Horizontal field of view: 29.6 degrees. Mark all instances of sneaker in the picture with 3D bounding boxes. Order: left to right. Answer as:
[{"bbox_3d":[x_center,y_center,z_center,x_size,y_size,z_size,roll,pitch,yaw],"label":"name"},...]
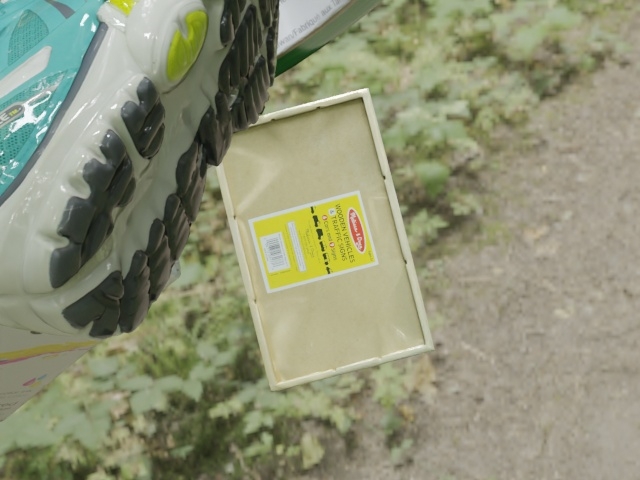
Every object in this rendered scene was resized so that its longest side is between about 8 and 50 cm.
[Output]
[{"bbox_3d":[-0.085,-0.081,0.480,0.110,0.107,0.275,11,44,15],"label":"sneaker"}]

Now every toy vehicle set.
[{"bbox_3d":[0.000,0.000,1.191,0.166,0.266,0.035,-14,-3,2],"label":"toy vehicle set"}]

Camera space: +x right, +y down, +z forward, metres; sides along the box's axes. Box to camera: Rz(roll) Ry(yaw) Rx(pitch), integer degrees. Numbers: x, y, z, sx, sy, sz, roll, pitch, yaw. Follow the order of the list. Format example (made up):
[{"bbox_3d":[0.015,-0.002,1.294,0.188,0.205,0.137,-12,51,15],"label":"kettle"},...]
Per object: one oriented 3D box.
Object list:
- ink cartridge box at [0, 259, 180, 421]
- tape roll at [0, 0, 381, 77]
[{"bbox_3d":[-0.287,0.036,0.931,0.226,0.306,0.131,4,61,-41],"label":"ink cartridge box"},{"bbox_3d":[-0.063,-0.170,0.754,0.321,0.321,0.077,-26,81,-25],"label":"tape roll"}]
